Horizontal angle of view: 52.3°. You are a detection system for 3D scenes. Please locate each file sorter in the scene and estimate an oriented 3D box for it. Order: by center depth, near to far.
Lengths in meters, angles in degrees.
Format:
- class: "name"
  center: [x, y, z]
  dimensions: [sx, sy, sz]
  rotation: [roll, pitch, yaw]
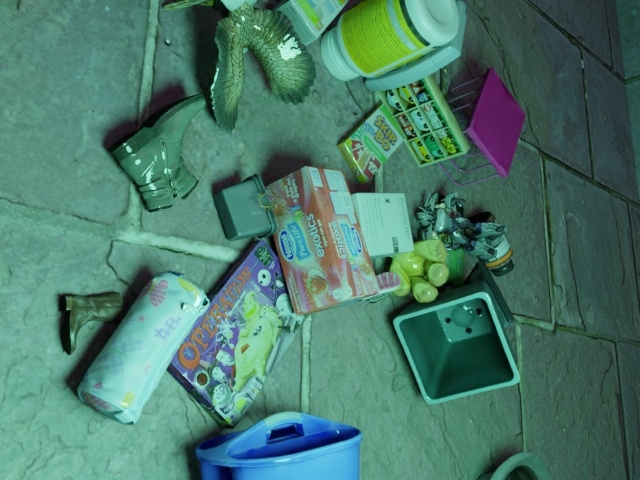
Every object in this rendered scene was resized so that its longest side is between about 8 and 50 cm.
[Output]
- class: "file sorter"
  center: [0.475, -0.339, 2.005]
  dimensions: [0.202, 0.182, 0.291]
  rotation: [45, 51, -25]

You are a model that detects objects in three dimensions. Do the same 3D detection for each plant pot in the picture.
- class: "plant pot"
  center: [0.368, 0.241, 1.713]
  dimensions: [0.247, 0.248, 0.252]
  rotation: [68, 21, -7]

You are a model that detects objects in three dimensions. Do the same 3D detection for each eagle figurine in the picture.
- class: "eagle figurine"
  center: [-0.160, -0.415, 1.409]
  dimensions: [0.298, 0.226, 0.225]
  rotation: [66, 25, -2]

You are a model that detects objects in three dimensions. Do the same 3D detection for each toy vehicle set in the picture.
- class: "toy vehicle set"
  center: [0.288, -0.343, 1.835]
  dimensions: [0.267, 0.166, 0.035]
  rotation: [57, 47, -17]

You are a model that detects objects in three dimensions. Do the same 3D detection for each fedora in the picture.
- class: "fedora"
  center: [0.512, 0.719, 1.807]
  dimensions: [0.275, 0.124, 0.244]
  rotation: [-42, 107, -33]

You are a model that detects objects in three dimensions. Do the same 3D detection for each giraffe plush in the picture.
- class: "giraffe plush"
  center: [0.261, 0.067, 1.721]
  dimensions: [0.170, 0.210, 0.181]
  rotation: [14, 105, -57]

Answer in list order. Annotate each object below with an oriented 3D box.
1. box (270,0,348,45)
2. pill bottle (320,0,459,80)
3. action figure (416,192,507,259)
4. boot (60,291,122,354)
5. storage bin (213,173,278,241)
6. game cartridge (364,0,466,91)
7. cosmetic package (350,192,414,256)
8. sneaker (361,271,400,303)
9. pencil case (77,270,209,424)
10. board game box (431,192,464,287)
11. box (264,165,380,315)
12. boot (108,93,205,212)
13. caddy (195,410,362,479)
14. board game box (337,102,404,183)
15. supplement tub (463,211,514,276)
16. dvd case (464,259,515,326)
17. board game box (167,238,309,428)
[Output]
- class: "box"
  center: [-0.031, -0.582, 1.630]
  dimensions: [0.114, 0.103, 0.203]
  rotation: [51, 50, -23]
- class: "pill bottle"
  center: [0.163, -0.527, 1.642]
  dimensions: [0.188, 0.334, 0.188]
  rotation: [14, 70, -42]
- class: "action figure"
  center: [0.390, -0.038, 1.863]
  dimensions: [0.285, 0.099, 0.185]
  rotation: [19, 79, -24]
- class: "boot"
  center: [-0.394, 0.144, 1.142]
  dimensions: [0.114, 0.037, 0.106]
  rotation: [4, 79, -48]
- class: "storage bin"
  center: [-0.161, -0.063, 1.380]
  dimensions: [0.091, 0.098, 0.135]
  rotation: [-19, 88, -35]
- class: "game cartridge"
  center: [0.249, -0.511, 1.749]
  dimensions: [0.060, 0.294, 0.196]
  rotation: [30, 60, -39]
- class: "cosmetic package"
  center: [0.106, -0.029, 1.586]
  dimensions: [0.183, 0.151, 0.151]
  rotation: [-5, 84, -45]
- class: "sneaker"
  center: [0.115, 0.127, 1.620]
  dimensions: [0.170, 0.075, 0.063]
  rotation: [-11, 60, -25]
- class: "pencil case"
  center: [-0.306, 0.187, 1.152]
  dimensions: [0.113, 0.124, 0.273]
  rotation: [86, 27, -52]
- class: "board game box"
  center: [0.379, 0.001, 1.933]
  dimensions: [0.136, 0.030, 0.260]
  rotation: [21, 65, -41]
- class: "box"
  center: [0.000, 0.000, 1.444]
  dimensions: [0.154, 0.142, 0.300]
  rotation: [-4, 75, -55]
- class: "boot"
  center: [-0.293, -0.175, 1.302]
  dimensions: [0.246, 0.083, 0.161]
  rotation: [-48, 120, -34]
- class: "caddy"
  center: [-0.073, 0.418, 1.239]
  dimensions: [0.341, 0.241, 0.179]
  rotation: [2, 84, -44]
- class: "board game box"
  center: [0.147, -0.273, 1.776]
  dimensions: [0.124, 0.039, 0.259]
  rotation: [57, 45, -18]
- class: "supplement tub"
  center: [0.527, 0.015, 2.019]
  dimensions: [0.106, 0.106, 0.198]
  rotation: [-48, 114, -40]
- class: "dvd case"
  center: [0.467, 0.167, 1.826]
  dimensions: [0.022, 0.253, 0.180]
  rotation: [-23, 73, -3]
- class: "board game box"
  center: [-0.159, 0.185, 1.351]
  dimensions: [0.208, 0.056, 0.347]
  rotation: [49, 50, -18]
